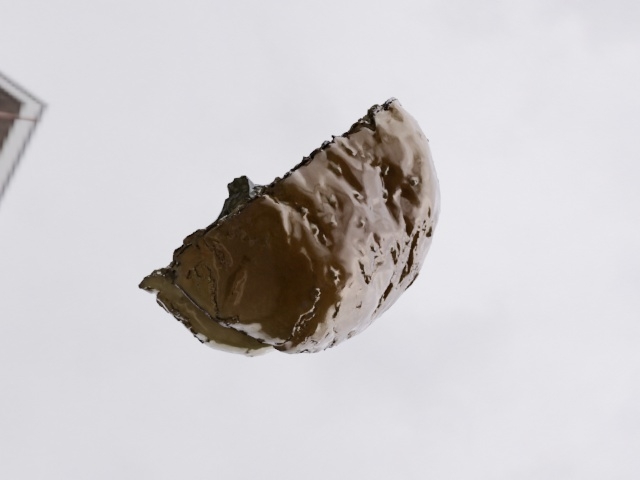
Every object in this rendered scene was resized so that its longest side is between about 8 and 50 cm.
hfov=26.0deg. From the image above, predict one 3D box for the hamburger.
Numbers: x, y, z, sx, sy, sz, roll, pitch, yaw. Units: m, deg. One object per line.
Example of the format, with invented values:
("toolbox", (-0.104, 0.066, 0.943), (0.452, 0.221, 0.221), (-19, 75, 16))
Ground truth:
("hamburger", (0.000, 0.000, 0.934), (0.131, 0.262, 0.124), (50, -46, 6))
